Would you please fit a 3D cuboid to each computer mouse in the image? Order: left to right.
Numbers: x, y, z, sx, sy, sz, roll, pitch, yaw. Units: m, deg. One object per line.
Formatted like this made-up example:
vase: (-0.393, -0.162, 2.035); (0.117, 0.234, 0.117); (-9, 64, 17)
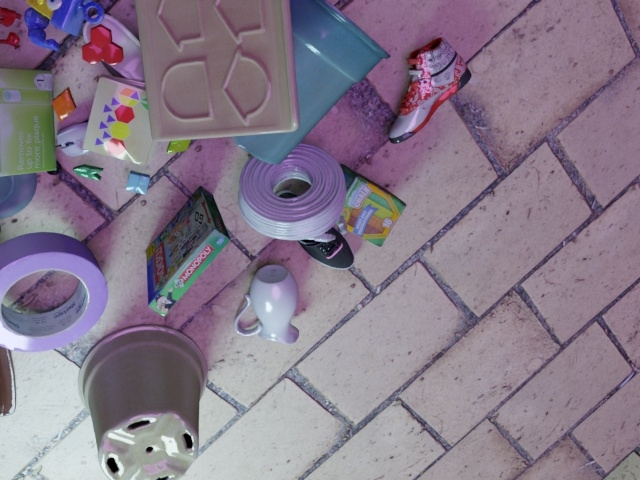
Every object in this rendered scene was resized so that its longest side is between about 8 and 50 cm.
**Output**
computer mouse: (-0.542, -0.222, 1.394); (0.192, 0.042, 0.106); (-25, 116, -7)

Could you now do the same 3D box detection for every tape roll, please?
tape roll: (-0.632, 0.119, 1.433); (0.274, 0.090, 0.275); (-19, 131, -23)

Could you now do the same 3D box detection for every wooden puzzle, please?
wooden puzzle: (-0.191, -0.358, 1.187); (0.347, 0.080, 0.323); (1, 102, 26)

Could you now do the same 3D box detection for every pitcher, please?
pitcher: (-0.145, 0.170, 1.651); (0.177, 0.126, 0.207); (-2, 124, -1)

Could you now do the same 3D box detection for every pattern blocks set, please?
pattern blocks set: (-0.413, -0.259, 1.339); (0.285, 0.026, 0.325); (22, 115, -25)

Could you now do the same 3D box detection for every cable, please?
cable: (-0.068, -0.117, 1.475); (0.256, 0.257, 0.089); (-4, 147, -1)

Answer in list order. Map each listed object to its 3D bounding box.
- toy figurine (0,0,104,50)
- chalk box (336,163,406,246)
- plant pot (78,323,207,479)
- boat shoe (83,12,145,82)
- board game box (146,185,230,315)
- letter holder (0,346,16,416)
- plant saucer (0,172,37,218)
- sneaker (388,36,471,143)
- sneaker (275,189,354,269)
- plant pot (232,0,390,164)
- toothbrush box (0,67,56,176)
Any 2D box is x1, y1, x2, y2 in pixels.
toy figurine: (-0.475, -0.482, 1.179); (0.217, 0.191, 0.363); (29, 96, 8)
chalk box: (0.083, -0.100, 1.597); (0.213, 0.132, 0.132); (26, 101, -25)
plant pot: (-0.426, 0.426, 1.549); (0.333, 0.305, 0.334); (-7, 114, -15)
boat shoe: (-0.384, -0.358, 1.363); (0.109, 0.091, 0.305); (-44, 120, -3)
board game box: (-0.305, 0.011, 1.412); (0.046, 0.317, 0.213); (40, 95, -25)
letter holder: (-0.839, 0.335, 1.466); (0.214, 0.152, 0.302); (-6, 113, -18)
plant saucer: (-0.725, -0.132, 1.375); (0.194, 0.037, 0.195); (-6, 113, -15)
sneaker: (0.238, -0.377, 1.561); (0.270, 0.090, 0.145); (-44, 117, -1)
sneaker: (0.000, 0.000, 1.604); (0.104, 0.147, 0.296); (-45, 119, 1)
plant pot: (-0.088, -0.367, 1.342); (0.341, 0.341, 0.334); (33, 106, -26)
toothbrush box: (-0.656, -0.228, 1.204); (0.122, 0.283, 0.207); (8, 103, 22)
